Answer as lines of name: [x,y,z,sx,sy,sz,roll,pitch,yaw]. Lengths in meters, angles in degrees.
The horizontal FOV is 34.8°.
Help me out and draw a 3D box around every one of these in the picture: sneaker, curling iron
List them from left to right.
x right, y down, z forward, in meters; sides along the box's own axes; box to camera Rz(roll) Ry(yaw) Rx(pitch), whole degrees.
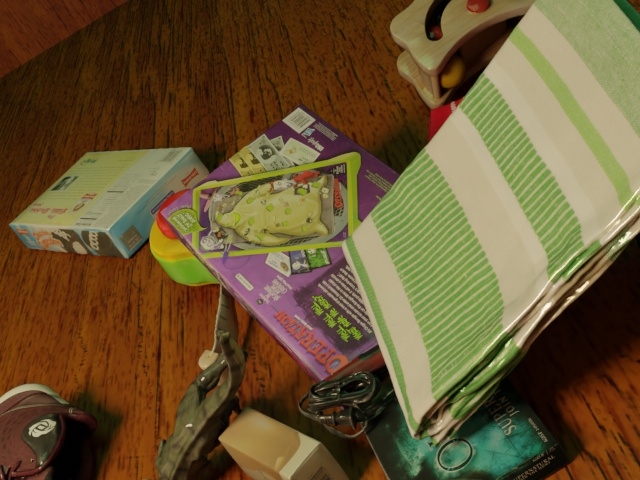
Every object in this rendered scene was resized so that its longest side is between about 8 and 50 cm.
sneaker: [-0.336,0.259,1.028,0.162,0.106,0.281,3,44,44]
curling iron: [0.105,0.081,0.866,0.274,0.035,0.068,-32,42,-3]

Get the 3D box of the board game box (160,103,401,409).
board game box: [0.000,0.000,1.043,0.208,0.056,0.347,-36,45,-13]

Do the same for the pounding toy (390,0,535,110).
pounding toy: [0.217,-0.260,1.302,0.154,0.155,0.269,33,69,30]

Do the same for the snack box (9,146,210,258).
snack box: [-0.332,-0.061,1.575,0.322,0.060,0.187,4,45,49]

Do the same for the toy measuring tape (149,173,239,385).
toy measuring tape: [-0.146,0.040,1.182,0.121,0.121,0.330,-22,40,20]

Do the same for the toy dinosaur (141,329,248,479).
toy dinosaur: [-0.103,0.153,0.923,0.268,0.064,0.118,-62,-3,34]

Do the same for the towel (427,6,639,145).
towel: [0.233,-0.146,1.120,0.275,0.031,0.199,-26,29,29]

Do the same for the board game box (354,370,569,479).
board game box: [0.102,0.150,0.822,0.126,0.026,0.186,-33,28,0]

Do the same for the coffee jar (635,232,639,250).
coffee jar: [0.275,-0.052,0.792,0.096,0.184,0.079,-41,29,-14]

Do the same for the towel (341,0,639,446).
towel: [0.138,-0.034,0.779,0.325,0.038,0.248,-54,33,27]

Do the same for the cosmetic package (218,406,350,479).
cosmetic package: [-0.031,0.188,0.867,0.041,0.060,0.115,-46,29,-22]
